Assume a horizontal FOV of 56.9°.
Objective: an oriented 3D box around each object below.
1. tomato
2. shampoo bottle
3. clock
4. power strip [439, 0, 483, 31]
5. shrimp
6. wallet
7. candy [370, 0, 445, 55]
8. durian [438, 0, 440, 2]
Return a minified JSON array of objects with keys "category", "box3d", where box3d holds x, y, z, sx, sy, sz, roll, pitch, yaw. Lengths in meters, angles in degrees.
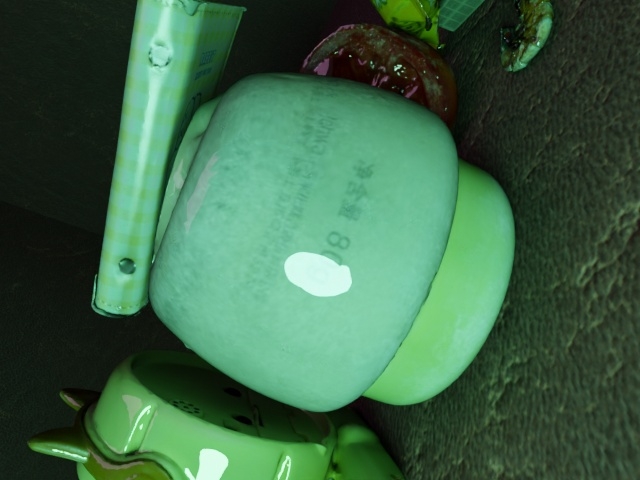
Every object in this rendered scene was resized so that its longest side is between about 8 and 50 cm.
[{"category":"tomato","box3d":[0.090,-0.202,0.842,0.140,0.233,0.200,-39,-24,-53]},{"category":"shampoo bottle","box3d":[0.000,0.000,0.591,0.322,0.318,0.322,-59,17,31]},{"category":"clock","box3d":[-0.104,0.211,0.617,0.286,0.349,0.117,-159,89,-76]},{"category":"power strip","box3d":[0.211,-0.357,0.876,0.136,0.051,0.019,149,136,-68]},{"category":"shrimp","box3d":[0.230,-0.258,0.684,0.091,0.034,0.160,126,159,-50]},{"category":"wallet","box3d":[-0.161,-0.101,0.625,0.223,0.077,0.309,-88,13,-70]},{"category":"candy","box3d":[0.109,-0.346,0.822,0.081,0.187,0.297,-35,-2,13]},{"category":"durian","box3d":[0.208,-0.476,0.910,0.249,0.138,0.183,-59,7,15]}]
